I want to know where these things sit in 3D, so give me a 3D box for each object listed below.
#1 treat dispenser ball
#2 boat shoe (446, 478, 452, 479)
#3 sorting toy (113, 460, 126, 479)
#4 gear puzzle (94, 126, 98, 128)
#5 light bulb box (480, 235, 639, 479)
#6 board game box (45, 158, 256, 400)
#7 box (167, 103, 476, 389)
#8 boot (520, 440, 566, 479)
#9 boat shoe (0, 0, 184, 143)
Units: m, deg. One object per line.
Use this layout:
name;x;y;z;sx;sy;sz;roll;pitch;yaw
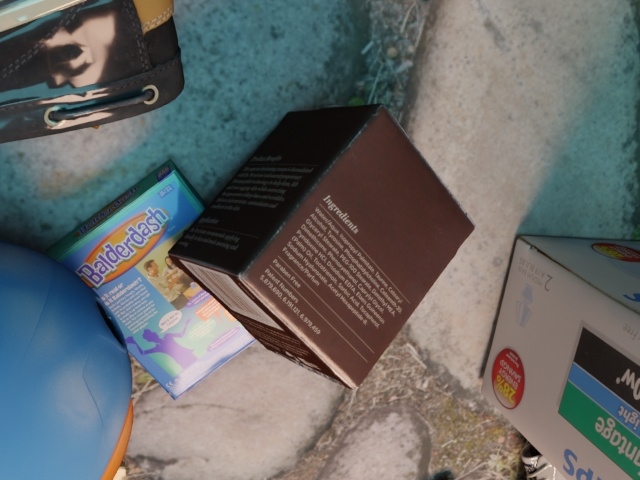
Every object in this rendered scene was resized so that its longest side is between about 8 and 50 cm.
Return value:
treat dispenser ball;-0.306;0.139;0.642;0.288;0.288;0.288;-6;112;-15
boat shoe;0.206;0.405;1.041;0.072;0.068;0.190;-40;119;-16
sorting toy;-0.289;0.313;0.857;0.132;0.046;0.274;-2;111;-16
gear puzzle;-0.285;-0.237;0.641;0.175;0.044;0.339;-29;117;-5
light bulb box;0.439;0.156;0.848;0.361;0.358;0.225;2;108;-19
board game box;-0.155;0.046;0.792;0.160;0.047;0.210;-36;117;-1
box;0.000;0.000;0.725;0.203;0.168;0.167;-51;118;-16
boot;0.302;0.330;1.030;0.123;0.095;0.258;43;84;-20
boat shoe;-0.339;-0.100;0.588;0.500;0.186;0.156;-20;125;0
